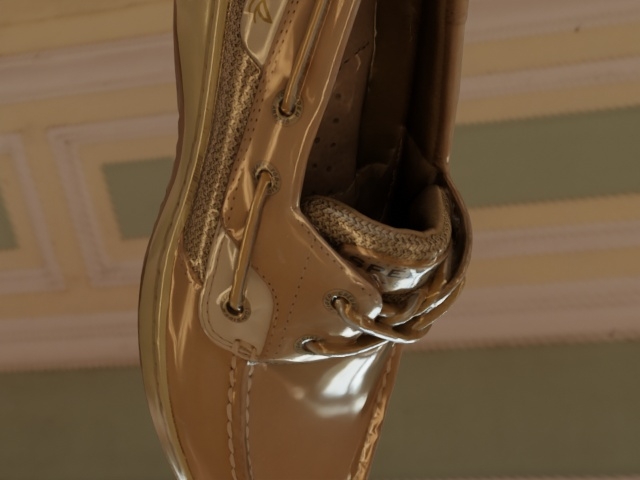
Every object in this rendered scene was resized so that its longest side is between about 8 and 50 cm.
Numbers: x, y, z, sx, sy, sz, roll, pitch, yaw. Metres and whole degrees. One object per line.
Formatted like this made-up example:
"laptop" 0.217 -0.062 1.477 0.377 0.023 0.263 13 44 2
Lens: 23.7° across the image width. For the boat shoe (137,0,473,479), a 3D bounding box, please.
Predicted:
"boat shoe" 0.000 0.000 0.651 0.110 0.121 0.341 26 -55 43
